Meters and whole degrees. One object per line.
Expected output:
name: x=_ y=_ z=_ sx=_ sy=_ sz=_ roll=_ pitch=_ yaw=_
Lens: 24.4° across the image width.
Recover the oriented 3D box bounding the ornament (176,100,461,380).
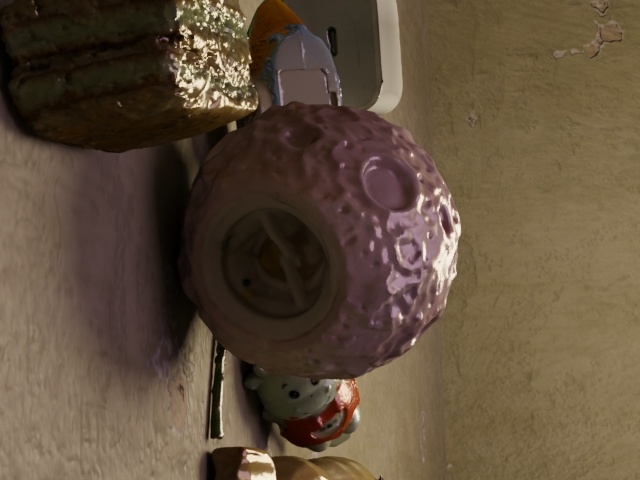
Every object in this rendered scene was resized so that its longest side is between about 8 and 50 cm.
ornament: x=0.000 y=0.000 z=1.353 sx=0.225 sy=0.259 sz=0.259 roll=-25 pitch=112 yaw=-61

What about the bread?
bread: x=-0.131 y=-0.124 z=1.047 sx=0.196 sy=0.138 sz=0.102 roll=-2 pitch=78 yaw=-78

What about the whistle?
whistle: x=-0.012 y=0.171 z=1.627 sx=0.253 sy=0.101 sz=0.106 roll=63 pitch=25 yaw=-58

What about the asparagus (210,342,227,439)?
asparagus: x=-0.097 y=0.138 z=1.434 sx=0.015 sy=0.014 sz=0.114 roll=35 pitch=50 yaw=-48

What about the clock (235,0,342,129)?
clock: x=-0.040 y=-0.137 z=1.522 sx=0.144 sy=0.103 sz=0.231 roll=165 pitch=-78 yaw=-65

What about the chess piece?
chess piece: x=-0.034 y=0.282 z=1.505 sx=0.301 sy=0.137 sz=0.137 roll=22 pitch=65 yaw=-65

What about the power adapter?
power adapter: x=0.039 y=-0.255 z=1.949 sx=0.255 sy=0.124 sz=0.187 roll=-17 pitch=104 yaw=-78
